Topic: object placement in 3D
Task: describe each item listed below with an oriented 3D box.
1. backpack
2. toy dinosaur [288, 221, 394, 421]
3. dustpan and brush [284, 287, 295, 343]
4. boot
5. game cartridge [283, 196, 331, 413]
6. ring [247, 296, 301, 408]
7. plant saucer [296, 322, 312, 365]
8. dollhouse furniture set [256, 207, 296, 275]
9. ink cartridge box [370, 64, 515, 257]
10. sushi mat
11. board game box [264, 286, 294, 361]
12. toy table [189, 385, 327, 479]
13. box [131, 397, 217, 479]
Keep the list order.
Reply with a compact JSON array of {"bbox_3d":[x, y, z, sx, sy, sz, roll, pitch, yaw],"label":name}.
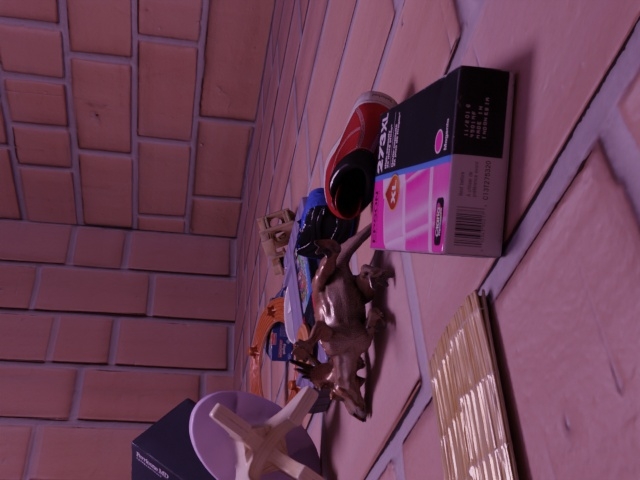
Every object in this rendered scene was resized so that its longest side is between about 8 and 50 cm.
[{"bbox_3d":[0.008,-0.036,1.331,0.101,0.098,0.120,-91,10,-48],"label":"backpack"},{"bbox_3d":[0.026,0.109,1.124,0.200,0.127,0.296,104,173,-72],"label":"toy dinosaur"},{"bbox_3d":[-0.055,0.107,1.688,0.211,0.060,0.147,-87,19,-46],"label":"dustpan and brush"},{"bbox_3d":[0.039,-0.070,1.081,0.244,0.088,0.176,107,180,-54],"label":"boot"},{"bbox_3d":[-0.017,0.118,1.435,0.230,0.068,0.355,101,163,-53],"label":"game cartridge"},{"bbox_3d":[-0.113,0.301,1.799,0.336,0.032,0.336,-25,62,61],"label":"ring"},{"bbox_3d":[-0.030,0.189,1.339,0.083,0.013,0.083,179,90,-76],"label":"plant saucer"},{"bbox_3d":[-0.086,0.027,1.943,0.182,0.101,0.161,-112,4,-67],"label":"dollhouse furniture set"},{"bbox_3d":[0.116,-0.073,0.867,0.371,0.069,0.176,180,94,-82],"label":"ink cartridge box"},{"bbox_3d":[0.144,0.214,0.687,0.151,0.019,0.316,106,165,-52],"label":"sushi mat"},{"bbox_3d":[-0.110,0.223,1.975,0.194,0.060,0.194,135,138,-73],"label":"board game box"},{"bbox_3d":[-0.098,0.374,1.351,0.252,0.274,0.161,-67,13,-17],"label":"toy table"},{"bbox_3d":[-0.227,0.573,1.618,0.179,0.343,0.312,-35,-35,-47],"label":"box"}]
